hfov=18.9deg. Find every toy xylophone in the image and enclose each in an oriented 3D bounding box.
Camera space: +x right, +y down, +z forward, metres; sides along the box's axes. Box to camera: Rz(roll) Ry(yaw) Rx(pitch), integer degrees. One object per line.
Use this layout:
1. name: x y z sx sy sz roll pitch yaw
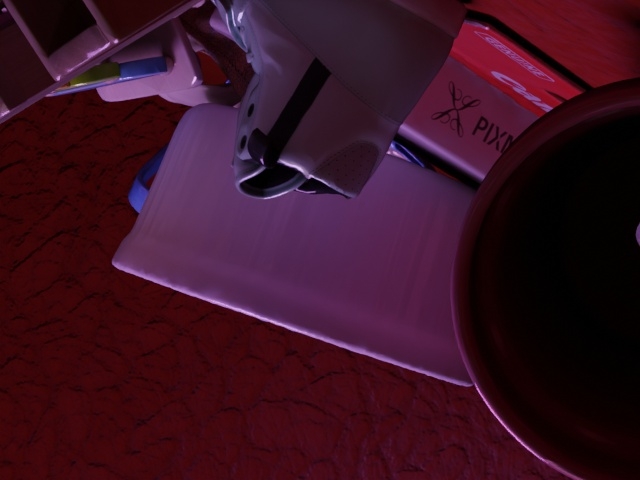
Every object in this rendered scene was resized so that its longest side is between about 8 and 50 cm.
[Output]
1. toy xylophone: -0.214 -0.116 1.260 0.322 0.081 0.236 -15 -174 -35

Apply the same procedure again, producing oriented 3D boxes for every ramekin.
1. ramekin: 0.000 0.000 1.393 0.277 0.135 0.277 19 178 1

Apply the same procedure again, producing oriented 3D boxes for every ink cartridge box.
1. ink cartridge box: 0.108 -0.077 1.254 0.296 0.066 0.261 29 180 -38

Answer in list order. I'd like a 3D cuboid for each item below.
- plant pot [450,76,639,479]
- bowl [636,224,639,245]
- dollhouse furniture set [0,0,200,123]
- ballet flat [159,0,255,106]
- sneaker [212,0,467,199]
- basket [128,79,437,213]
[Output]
1. plant pot: 0.176 0.011 0.967 0.201 0.201 0.180 28 -166 5
2. bowl: 0.251 0.006 1.189 0.142 0.053 0.142 30 161 5
3. dollhouse furniture set: -0.166 -0.231 0.939 0.303 0.198 0.286 58 148 -8
4. ballet flat: -0.114 -0.166 1.484 0.107 0.106 0.316 29 179 -40
5. sneaker: -0.042 -0.111 1.124 0.094 0.151 0.256 27 -179 -44
6. basket: -0.025 -0.041 1.730 0.254 0.201 0.289 27 -150 -3
